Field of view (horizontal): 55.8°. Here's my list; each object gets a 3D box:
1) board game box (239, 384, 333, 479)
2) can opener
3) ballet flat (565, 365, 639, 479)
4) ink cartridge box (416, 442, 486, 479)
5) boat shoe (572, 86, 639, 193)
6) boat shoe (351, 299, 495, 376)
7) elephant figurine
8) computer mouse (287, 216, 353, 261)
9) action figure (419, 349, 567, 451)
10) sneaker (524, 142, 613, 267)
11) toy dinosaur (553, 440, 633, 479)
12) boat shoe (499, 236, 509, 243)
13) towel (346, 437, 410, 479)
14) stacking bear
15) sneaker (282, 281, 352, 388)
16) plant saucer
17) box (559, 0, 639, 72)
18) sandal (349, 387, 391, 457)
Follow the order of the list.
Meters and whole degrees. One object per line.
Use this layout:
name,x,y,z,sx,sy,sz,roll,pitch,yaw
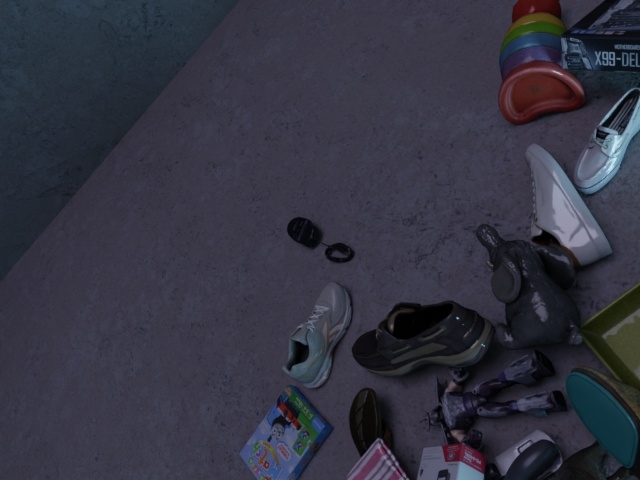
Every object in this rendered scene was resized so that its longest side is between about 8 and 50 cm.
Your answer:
board game box,-0.085,0.474,1.425,0.160,0.039,0.211,37,94,45
can opener,0.300,0.435,1.079,0.283,0.095,0.076,-41,47,16
ballet flat,0.511,0.311,0.900,0.123,0.123,0.348,-47,30,10
ink cartridge box,0.223,0.445,1.065,0.109,0.063,0.150,-32,29,50
boat shoe,0.570,-0.203,1.207,0.083,0.076,0.226,31,89,46
boat shoe,0.185,0.184,1.240,0.355,0.130,0.132,-23,25,46
elephant figurine,0.375,0.071,1.112,0.186,0.169,0.239,-17,86,35
computer mouse,0.000,0.000,1.617,0.242,0.041,0.071,30,97,38
action figure,0.307,0.303,1.146,0.285,0.099,0.185,-29,57,30
sneaker,0.455,-0.071,1.212,0.123,0.106,0.290,-32,52,21
toy dinosaur,0.431,0.428,0.956,0.160,0.121,0.313,-8,66,22
boat shoe,0.401,0.029,1.246,0.049,0.056,0.152,-41,56,9
towel,0.130,0.506,1.181,0.197,0.029,0.144,53,127,35
stacking bear,0.485,-0.437,1.358,0.175,0.164,0.288,-11,56,36
sneaker,-0.010,0.216,1.443,0.099,0.121,0.262,3,70,41
plant saucer,0.573,0.171,1.025,0.188,0.045,0.188,-42,47,15
box,0.665,-0.404,1.160,0.242,0.076,0.307,-39,38,-26
sandal,0.120,0.421,1.269,0.090,0.060,0.219,-36,62,39
